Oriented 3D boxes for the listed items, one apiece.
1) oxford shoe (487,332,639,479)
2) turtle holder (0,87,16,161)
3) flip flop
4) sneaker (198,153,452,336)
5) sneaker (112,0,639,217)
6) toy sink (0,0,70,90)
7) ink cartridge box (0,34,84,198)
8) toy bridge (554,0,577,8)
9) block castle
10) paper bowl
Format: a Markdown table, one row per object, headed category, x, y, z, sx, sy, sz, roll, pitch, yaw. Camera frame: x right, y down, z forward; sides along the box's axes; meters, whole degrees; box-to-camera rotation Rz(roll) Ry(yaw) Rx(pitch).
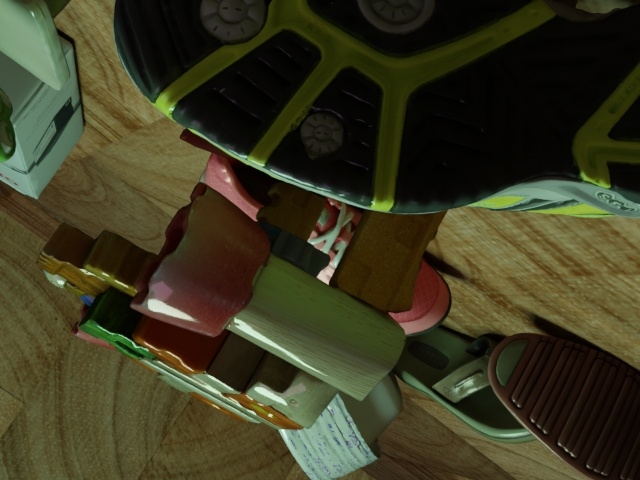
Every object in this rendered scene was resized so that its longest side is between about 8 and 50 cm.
| category | x | y | z | sx | sy | sz | roll | pitch | yaw |
| --- | --- | --- | --- | --- | --- | --- | --- | --- | --- |
| oxford shoe | 0.325 | 0.219 | 1.185 | 0.348 | 0.123 | 0.130 | 33 | 169 | 3 |
| turtle holder | -0.375 | -0.147 | 0.850 | 0.320 | 0.243 | 0.227 | -14 | 151 | 27 |
| flip flop | 0.184 | 0.153 | 1.317 | 0.277 | 0.112 | 0.080 | 25 | 148 | 42 |
| sneaker | -0.001 | 0.000 | 1.171 | 0.314 | 0.116 | 0.136 | 31 | 162 | 6 |
| sneaker | 0.080 | -0.070 | 0.594 | 0.385 | 0.145 | 0.147 | 12 | 174 | -8 |
| toy sink | -0.268 | -0.260 | 0.892 | 0.234 | 0.131 | 0.153 | 36 | 164 | 7 |
| ink cartridge box | -0.423 | -0.197 | 1.366 | 0.223 | 0.129 | 0.307 | 33 | 164 | -1 |
| toy bridge | 0.052 | -0.158 | 0.632 | 0.188 | 0.026 | 0.063 | 9 | -167 | -20 |
| block castle | -0.064 | -0.039 | 0.852 | 0.213 | 0.303 | 0.453 | 30 | 165 | -12 |
| paper bowl | 0.006 | 0.158 | 1.422 | 0.284 | 0.148 | 0.284 | -24 | -90 | -86 |
